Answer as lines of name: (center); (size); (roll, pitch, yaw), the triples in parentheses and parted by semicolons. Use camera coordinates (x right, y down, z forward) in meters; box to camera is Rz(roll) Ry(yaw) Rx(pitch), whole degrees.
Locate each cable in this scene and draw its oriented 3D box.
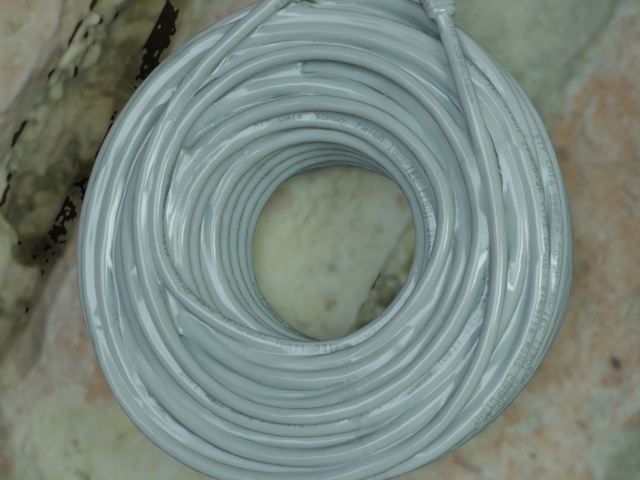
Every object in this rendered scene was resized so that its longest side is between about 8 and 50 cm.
cable: (0.000, 0.000, 0.799); (0.257, 0.089, 0.257); (-29, 76, 11)
